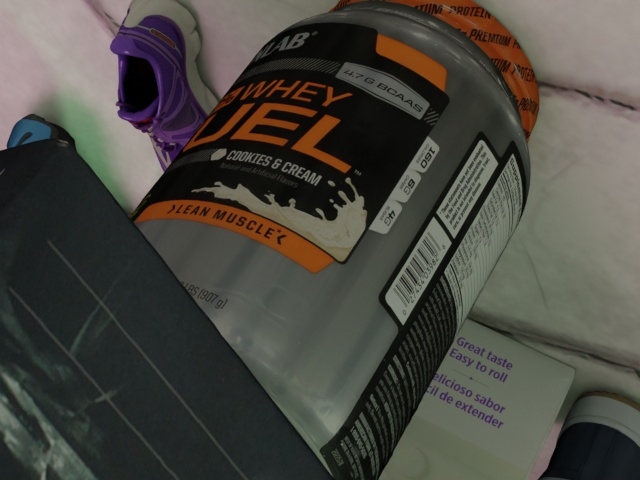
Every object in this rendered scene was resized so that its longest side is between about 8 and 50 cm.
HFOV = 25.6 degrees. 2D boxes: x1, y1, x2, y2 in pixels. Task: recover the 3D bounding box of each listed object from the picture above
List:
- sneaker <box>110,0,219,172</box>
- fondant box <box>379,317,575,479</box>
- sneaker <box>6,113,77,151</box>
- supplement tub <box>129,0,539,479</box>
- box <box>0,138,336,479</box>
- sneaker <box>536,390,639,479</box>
[{"bbox_3d":[-0.119,-0.095,1.013,0.068,0.071,0.170,14,142,26],"label":"sneaker"},{"bbox_3d":[0.011,0.182,1.020,0.238,0.330,0.096,25,141,11],"label":"fondant box"},{"bbox_3d":[-0.202,0.024,1.218,0.140,0.125,0.341,2,140,-2],"label":"sneaker"},{"bbox_3d":[0.000,0.000,0.819,0.194,0.316,0.193,21,143,17],"label":"supplement tub"},{"bbox_3d":[-0.182,0.297,0.625,0.297,0.471,0.480,-10,125,43],"label":"box"},{"bbox_3d":[0.200,0.256,1.116,0.099,0.153,0.282,18,144,21],"label":"sneaker"}]
